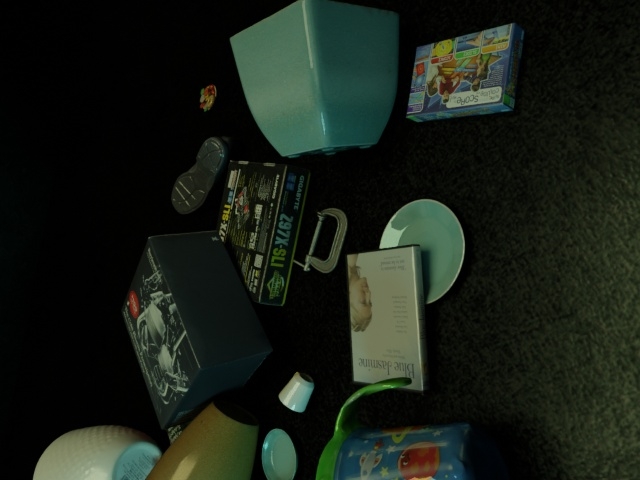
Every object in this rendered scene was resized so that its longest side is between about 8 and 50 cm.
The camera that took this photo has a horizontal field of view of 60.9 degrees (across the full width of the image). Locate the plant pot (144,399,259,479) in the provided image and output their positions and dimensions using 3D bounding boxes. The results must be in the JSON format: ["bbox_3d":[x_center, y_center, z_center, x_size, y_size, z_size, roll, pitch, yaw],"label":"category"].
[{"bbox_3d":[-0.243,0.499,1.216,0.237,0.237,0.254,24,85,49],"label":"plant pot"}]

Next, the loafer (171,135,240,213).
[{"bbox_3d":[-0.321,-0.182,1.548,0.109,0.095,0.302,51,129,7],"label":"loafer"}]

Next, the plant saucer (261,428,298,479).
[{"bbox_3d":[-0.083,0.465,1.167,0.119,0.021,0.119,-14,72,47],"label":"plant saucer"}]

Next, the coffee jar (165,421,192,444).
[{"bbox_3d":[-0.346,0.511,1.414,0.096,0.079,0.184,-56,45,24],"label":"coffee jar"}]

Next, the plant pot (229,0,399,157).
[{"bbox_3d":[0.001,-0.299,1.079,0.248,0.247,0.252,-1,97,49],"label":"plant pot"}]

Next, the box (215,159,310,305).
[{"bbox_3d":[-0.157,-0.028,1.318,0.257,0.079,0.321,12,91,51],"label":"box"}]

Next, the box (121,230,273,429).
[{"bbox_3d":[-0.309,0.206,1.286,0.343,0.179,0.312,60,135,26],"label":"box"}]

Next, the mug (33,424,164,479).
[{"bbox_3d":[-0.571,0.699,1.521,0.328,0.276,0.373,-21,97,37],"label":"mug"}]

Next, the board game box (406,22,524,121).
[{"bbox_3d":[0.245,-0.284,0.946,0.201,0.035,0.136,7,87,49],"label":"board game box"}]

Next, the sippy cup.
[{"bbox_3d":[0.149,0.369,0.788,0.224,0.305,0.240,-27,18,31],"label":"sippy cup"}]

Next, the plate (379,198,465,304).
[{"bbox_3d":[0.179,0.021,0.963,0.188,0.024,0.188,-13,72,46],"label":"plate"}]

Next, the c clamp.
[{"bbox_3d":[0.000,0.000,1.173,0.137,0.022,0.160,33,107,47],"label":"c clamp"}]

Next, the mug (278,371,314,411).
[{"bbox_3d":[-0.049,0.307,1.136,0.078,0.062,0.064,37,102,39],"label":"mug"}]

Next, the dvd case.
[{"bbox_3d":[0.115,0.140,0.984,0.180,0.022,0.252,-10,81,51],"label":"dvd case"}]

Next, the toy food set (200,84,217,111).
[{"bbox_3d":[-0.342,-0.434,1.659,0.083,0.020,0.083,-14,72,47],"label":"toy food set"}]
